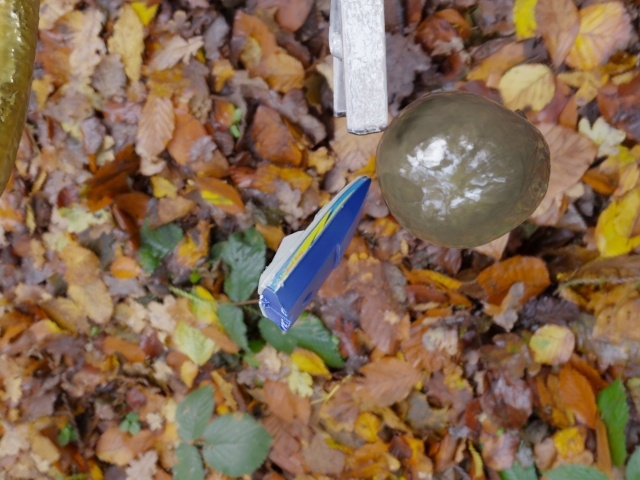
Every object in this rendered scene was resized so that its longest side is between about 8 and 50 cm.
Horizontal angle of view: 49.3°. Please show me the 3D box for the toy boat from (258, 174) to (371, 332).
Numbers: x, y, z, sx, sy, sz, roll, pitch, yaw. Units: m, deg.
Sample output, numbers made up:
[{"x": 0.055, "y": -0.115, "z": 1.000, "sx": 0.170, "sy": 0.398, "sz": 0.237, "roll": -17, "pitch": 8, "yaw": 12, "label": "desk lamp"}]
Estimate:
[{"x": 0.000, "y": 0.000, "z": 1.127, "sx": 0.088, "sy": 0.295, "sz": 0.129, "roll": 32, "pitch": 156, "yaw": 13, "label": "toy boat"}]

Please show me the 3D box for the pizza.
[{"x": -0.270, "y": -0.102, "z": 0.521, "sx": 0.188, "sy": 0.204, "sz": 0.080, "roll": 2, "pitch": 159, "yaw": 29, "label": "pizza"}]

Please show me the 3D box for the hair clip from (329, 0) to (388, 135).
[{"x": 0.054, "y": -0.324, "z": 1.038, "sx": 0.085, "sy": 0.101, "sz": 0.330, "roll": -5, "pitch": 124, "yaw": 0, "label": "hair clip"}]

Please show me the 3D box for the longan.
[{"x": 0.239, "y": -0.121, "z": 1.196, "sx": 0.297, "sy": 0.297, "sz": 0.297, "roll": 13, "pitch": 120, "yaw": 24, "label": "longan"}]
